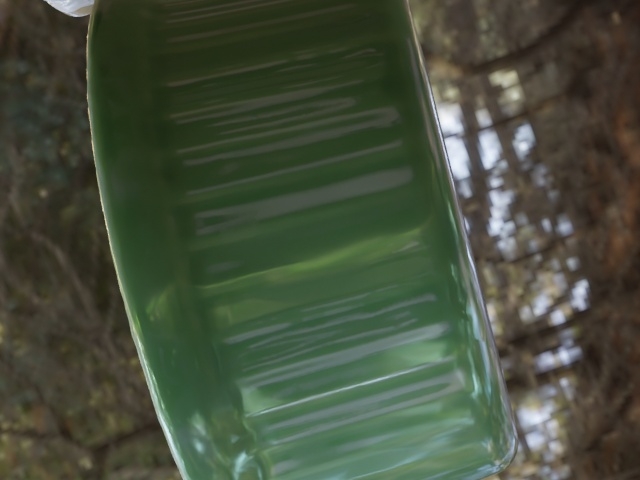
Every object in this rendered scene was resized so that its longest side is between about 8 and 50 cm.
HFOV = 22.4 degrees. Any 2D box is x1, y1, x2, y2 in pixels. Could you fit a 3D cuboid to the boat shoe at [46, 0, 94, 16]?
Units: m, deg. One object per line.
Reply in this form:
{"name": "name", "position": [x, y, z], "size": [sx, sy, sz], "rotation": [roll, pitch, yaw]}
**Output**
{"name": "boat shoe", "position": [-0.179, -0.327, 1.328], "size": [0.096, 0.277, 0.098], "rotation": [24, 176, -42]}

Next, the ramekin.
{"name": "ramekin", "position": [0.000, 0.000, 0.825], "size": [0.148, 0.303, 0.303], "rotation": [-14, -166, 6]}
